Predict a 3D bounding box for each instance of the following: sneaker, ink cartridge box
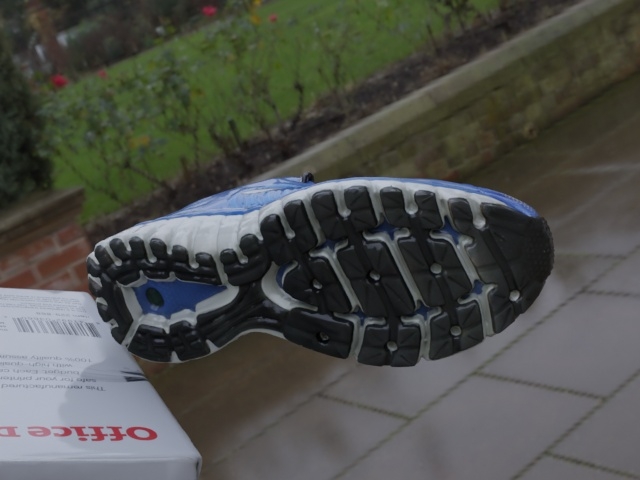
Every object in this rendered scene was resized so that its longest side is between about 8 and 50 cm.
[{"bbox_3d":[0.000,0.000,0.698,0.330,0.130,0.147,-2,25,29],"label":"sneaker"},{"bbox_3d":[-0.232,0.133,0.693,0.211,0.122,0.289,6,15,-28],"label":"ink cartridge box"}]
